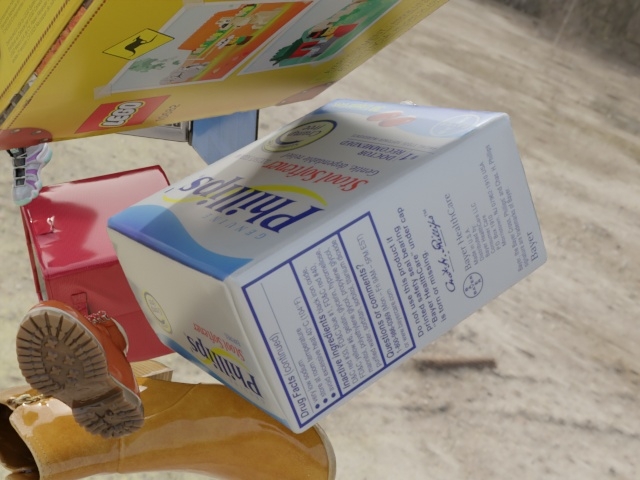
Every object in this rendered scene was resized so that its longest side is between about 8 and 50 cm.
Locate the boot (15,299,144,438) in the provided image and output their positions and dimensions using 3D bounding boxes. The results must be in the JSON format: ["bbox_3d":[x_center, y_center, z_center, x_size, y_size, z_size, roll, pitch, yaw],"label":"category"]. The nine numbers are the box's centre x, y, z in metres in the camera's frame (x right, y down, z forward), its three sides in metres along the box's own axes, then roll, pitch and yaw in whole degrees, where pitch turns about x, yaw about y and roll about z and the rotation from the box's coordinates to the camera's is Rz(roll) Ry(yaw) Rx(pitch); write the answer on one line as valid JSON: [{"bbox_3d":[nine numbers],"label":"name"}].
[{"bbox_3d":[-0.182,0.079,0.713,0.059,0.158,0.084,-15,52,3],"label":"boot"}]

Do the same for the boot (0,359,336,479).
[{"bbox_3d":[-0.156,0.185,0.847,0.295,0.104,0.211,15,16,36],"label":"boot"}]

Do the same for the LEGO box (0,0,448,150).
[{"bbox_3d":[-0.046,-0.261,0.700,0.373,0.500,0.193,-15,83,-37],"label":"LEGO box"}]

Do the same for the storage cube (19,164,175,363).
[{"bbox_3d":[-0.271,0.036,1.237,0.193,0.183,0.215,-13,41,-19],"label":"storage cube"}]

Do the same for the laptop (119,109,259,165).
[{"bbox_3d":[-0.270,-0.285,1.418,0.408,0.381,0.236,8,30,4],"label":"laptop"}]

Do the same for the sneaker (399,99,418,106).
[{"bbox_3d":[0.103,-0.106,1.043,0.042,0.067,0.118,40,8,-43],"label":"sneaker"}]

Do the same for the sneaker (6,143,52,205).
[{"bbox_3d":[-0.359,-0.095,1.126,0.038,0.069,0.098,-11,50,17],"label":"sneaker"}]

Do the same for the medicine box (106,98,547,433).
[{"bbox_3d":[0.000,0.000,0.852,0.289,0.149,0.263,-30,25,-24],"label":"medicine box"}]
